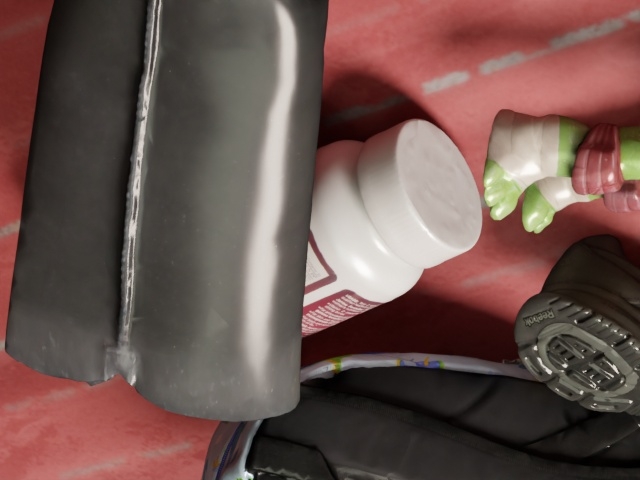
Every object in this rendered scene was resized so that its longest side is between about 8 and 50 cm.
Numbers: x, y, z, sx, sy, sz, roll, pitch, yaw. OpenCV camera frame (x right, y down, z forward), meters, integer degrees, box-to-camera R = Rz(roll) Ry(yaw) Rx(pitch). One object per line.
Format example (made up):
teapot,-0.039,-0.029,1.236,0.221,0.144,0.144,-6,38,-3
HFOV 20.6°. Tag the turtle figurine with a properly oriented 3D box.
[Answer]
turtle figurine,0.249,-0.001,1.135,0.266,0.198,0.274,4,117,25

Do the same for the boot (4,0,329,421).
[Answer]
boot,-0.015,-0.075,1.097,0.367,0.146,0.445,22,115,22

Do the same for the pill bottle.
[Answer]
pill bottle,0.000,0.000,1.274,0.221,0.121,0.121,-25,119,33

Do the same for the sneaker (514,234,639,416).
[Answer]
sneaker,0.279,0.096,1.261,0.286,0.130,0.109,38,136,-7

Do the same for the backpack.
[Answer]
backpack,0.085,0.216,1.322,0.355,0.290,0.273,12,174,-26
